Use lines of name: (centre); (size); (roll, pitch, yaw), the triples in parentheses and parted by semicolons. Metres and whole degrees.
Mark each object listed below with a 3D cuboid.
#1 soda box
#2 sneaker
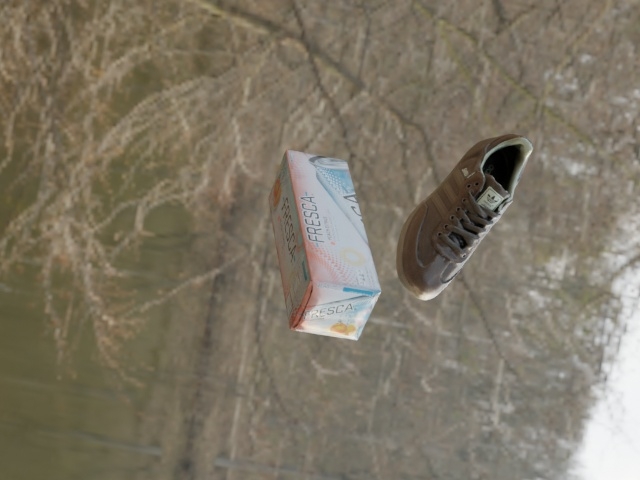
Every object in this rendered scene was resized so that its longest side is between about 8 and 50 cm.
soda box: (0.000, 0.000, 0.960); (0.183, 0.063, 0.058); (-102, -152, -49)
sneaker: (0.134, -0.030, 1.037); (0.188, 0.066, 0.071); (-58, -167, -27)
